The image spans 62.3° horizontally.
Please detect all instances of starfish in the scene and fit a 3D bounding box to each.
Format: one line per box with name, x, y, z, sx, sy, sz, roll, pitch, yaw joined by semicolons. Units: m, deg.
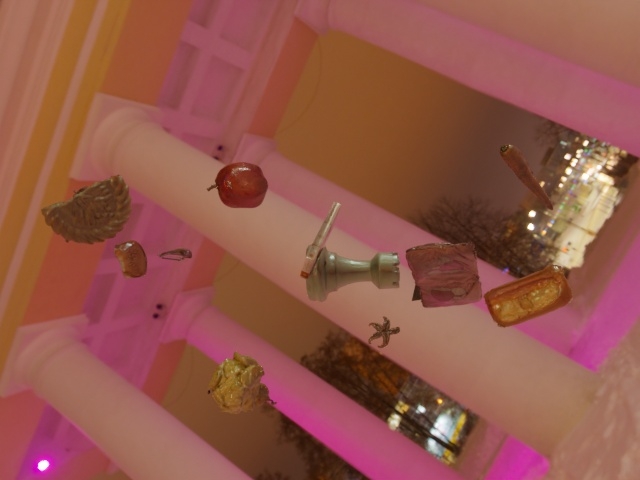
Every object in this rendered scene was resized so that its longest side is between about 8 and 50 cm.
starfish;0.155;0.220;1.292;0.028;0.078;0.091;90;-170;-47

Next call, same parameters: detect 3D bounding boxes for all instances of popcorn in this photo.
popcorn;-0.233;0.436;1.562;0.195;0.174;0.168;77;-164;-46

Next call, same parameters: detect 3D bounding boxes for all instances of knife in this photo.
knife;-0.598;0.055;2.222;0.123;0.278;0.053;4;-96;-29

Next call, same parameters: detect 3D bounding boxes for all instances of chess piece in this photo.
chess piece;0.106;0.100;1.734;0.194;0.299;0.194;-2;-90;-86

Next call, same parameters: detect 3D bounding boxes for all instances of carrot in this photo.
carrot;0.554;-0.165;1.407;0.049;0.254;0.049;-37;25;21

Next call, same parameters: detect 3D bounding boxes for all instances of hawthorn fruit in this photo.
hawthorn fruit;-0.352;-0.228;2.224;0.253;0.205;0.205;-7;-50;-35

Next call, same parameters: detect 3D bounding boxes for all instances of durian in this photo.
durian;-0.824;-0.153;1.853;0.080;0.091;0.080;-56;4;7

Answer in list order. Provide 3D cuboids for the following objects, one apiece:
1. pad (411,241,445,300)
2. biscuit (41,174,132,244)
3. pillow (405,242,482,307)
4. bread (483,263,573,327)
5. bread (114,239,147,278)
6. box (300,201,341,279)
pad;0.454;0.134;2.241;0.170;0.006;0.245;-27;45;66
biscuit;-0.726;-0.083;1.708;0.274;0.036;0.187;-34;-72;-19
pillow;0.258;0.071;1.088;0.248;0.135;0.049;58;-148;-54
bread;0.737;0.201;1.876;0.288;0.152;0.119;-26;-17;22
bread;-0.616;0.062;1.746;0.126;0.044;0.129;-25;-79;-69
box;0.001;0.000;1.573;0.122;0.032;0.220;109;-174;-57
